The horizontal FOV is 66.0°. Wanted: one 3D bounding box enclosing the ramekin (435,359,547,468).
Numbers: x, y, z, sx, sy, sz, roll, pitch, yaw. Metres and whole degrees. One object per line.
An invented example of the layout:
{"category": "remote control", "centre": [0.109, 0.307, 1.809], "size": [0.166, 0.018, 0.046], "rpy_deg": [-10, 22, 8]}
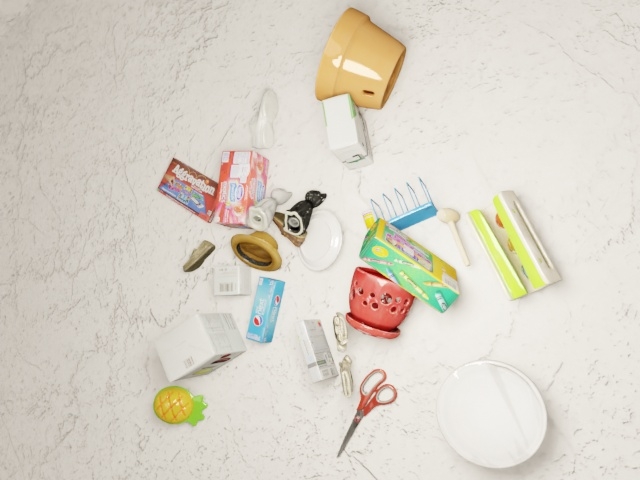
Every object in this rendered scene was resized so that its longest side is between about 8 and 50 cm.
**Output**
{"category": "ramekin", "centre": [0.455, 0.451, 1.313], "size": [0.272, 0.127, 0.273], "rpy_deg": [-4, 81, 23]}

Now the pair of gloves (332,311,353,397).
{"category": "pair of gloves", "centre": [0.071, 0.332, 1.456], "size": [0.042, 0.204, 0.240], "rpy_deg": [-9, 76, -1]}

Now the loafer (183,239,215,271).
{"category": "loafer", "centre": [-0.444, 0.057, 1.785], "size": [0.148, 0.056, 0.050], "rpy_deg": [-42, 68, 1]}

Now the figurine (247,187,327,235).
{"category": "figurine", "centre": [-0.107, -0.110, 1.608], "size": [0.214, 0.209, 0.093], "rpy_deg": [7, 124, 23]}

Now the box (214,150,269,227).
{"category": "box", "centre": [-0.271, -0.172, 1.707], "size": [0.128, 0.122, 0.257], "rpy_deg": [3, 83, 23]}

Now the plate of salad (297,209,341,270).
{"category": "plate of salad", "centre": [0.000, 0.000, 1.606], "size": [0.199, 0.048, 0.200], "rpy_deg": [-9, 77, 43]}

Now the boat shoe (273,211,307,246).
{"category": "boat shoe", "centre": [-0.114, -0.040, 1.647], "size": [0.178, 0.064, 0.060], "rpy_deg": [40, 122, 39]}

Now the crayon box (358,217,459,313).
{"category": "crayon box", "centre": [0.249, 0.065, 1.374], "size": [0.278, 0.165, 0.081], "rpy_deg": [34, 113, -2]}

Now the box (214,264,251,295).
{"category": "box", "centre": [-0.300, 0.139, 1.692], "size": [0.101, 0.087, 0.102], "rpy_deg": [-4, 80, 22]}

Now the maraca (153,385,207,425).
{"category": "maraca", "centre": [-0.486, 0.574, 1.704], "size": [0.185, 0.099, 0.127], "rpy_deg": [13, 84, -1]}

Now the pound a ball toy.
{"category": "pound a ball toy", "centre": [0.496, 0.009, 1.378], "size": [0.208, 0.135, 0.319], "rpy_deg": [-37, 68, 40]}

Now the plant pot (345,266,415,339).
{"category": "plant pot", "centre": [0.168, 0.182, 1.440], "size": [0.191, 0.191, 0.174], "rpy_deg": [21, 96, 24]}

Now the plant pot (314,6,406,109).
{"category": "plant pot", "centre": [0.135, -0.538, 1.528], "size": [0.203, 0.291, 0.291], "rpy_deg": [24, 92, 7]}

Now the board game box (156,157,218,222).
{"category": "board game box", "centre": [-0.485, -0.191, 1.851], "size": [0.281, 0.027, 0.145], "rpy_deg": [30, 93, 24]}

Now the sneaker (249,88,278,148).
{"category": "sneaker", "centre": [-0.212, -0.432, 1.753], "size": [0.094, 0.080, 0.213], "rpy_deg": [4, 85, 35]}

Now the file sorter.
{"category": "file sorter", "centre": [0.251, -0.104, 1.485], "size": [0.170, 0.118, 0.105], "rpy_deg": [-24, 71, 18]}

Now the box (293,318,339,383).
{"category": "box", "centre": [-0.011, 0.336, 1.513], "size": [0.038, 0.145, 0.186], "rpy_deg": [-23, 75, 17]}

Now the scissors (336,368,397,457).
{"category": "scissors", "centre": [0.115, 0.523, 1.504], "size": [0.109, 0.021, 0.297], "rpy_deg": [44, 101, 19]}

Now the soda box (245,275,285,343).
{"category": "soda box", "centre": [-0.182, 0.230, 1.638], "size": [0.067, 0.071, 0.210], "rpy_deg": [12, 87, 24]}

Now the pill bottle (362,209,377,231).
{"category": "pill bottle", "centre": [0.164, -0.052, 1.552], "size": [0.043, 0.043, 0.083], "rpy_deg": [-22, 74, 18]}

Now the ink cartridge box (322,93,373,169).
{"category": "ink cartridge box", "centre": [0.089, -0.330, 1.531], "size": [0.092, 0.219, 0.161], "rpy_deg": [-12, 78, 17]}

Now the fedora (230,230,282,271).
{"category": "fedora", "centre": [-0.207, 0.023, 1.657], "size": [0.194, 0.194, 0.079], "rpy_deg": [10, 49, 23]}

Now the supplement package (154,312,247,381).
{"category": "supplement package", "centre": [-0.393, 0.350, 1.637], "size": [0.194, 0.203, 0.149], "rpy_deg": [-33, 72, 16]}
